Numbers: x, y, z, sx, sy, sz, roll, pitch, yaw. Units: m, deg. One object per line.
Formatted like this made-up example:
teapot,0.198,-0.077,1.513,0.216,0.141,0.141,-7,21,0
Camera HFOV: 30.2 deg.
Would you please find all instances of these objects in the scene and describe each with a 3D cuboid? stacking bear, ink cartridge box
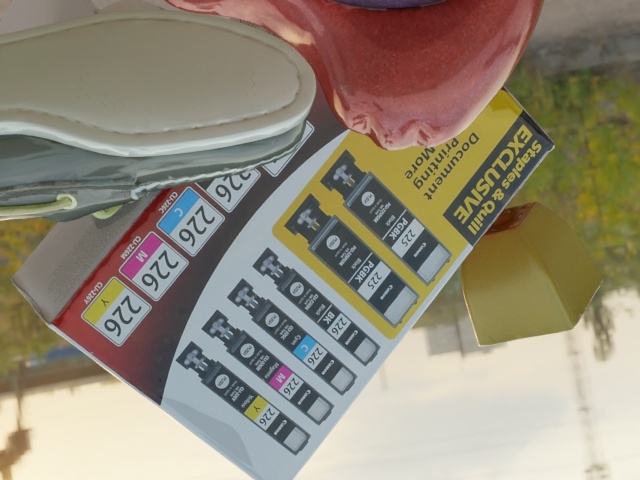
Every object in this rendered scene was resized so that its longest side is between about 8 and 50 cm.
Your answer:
stacking bear,0.020,-0.185,0.383,0.164,0.175,0.289,-50,165,-16
ink cartridge box,0.000,0.000,0.818,0.309,0.272,0.130,-52,-153,-7

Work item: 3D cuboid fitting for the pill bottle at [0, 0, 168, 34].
pill bottle,-0.117,-0.093,0.911,0.264,0.153,0.153,21,159,-35

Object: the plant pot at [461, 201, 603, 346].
plant pot,0.152,0.020,0.896,0.081,0.083,0.081,-16,-162,36

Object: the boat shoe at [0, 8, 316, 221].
boat shoe,-0.152,-0.063,0.682,0.304,0.109,0.091,-3,139,3
